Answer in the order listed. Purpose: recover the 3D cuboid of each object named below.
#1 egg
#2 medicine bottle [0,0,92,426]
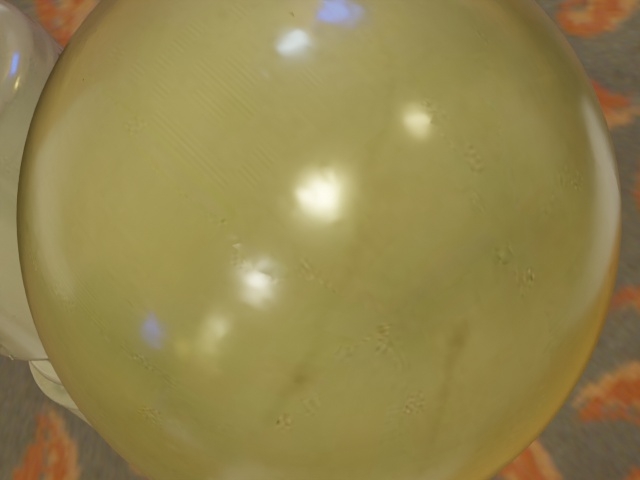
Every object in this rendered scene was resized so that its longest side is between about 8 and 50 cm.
[{"bbox_3d":[0.000,0.000,0.616,0.186,0.242,0.186,0,63,1],"label":"egg"},{"bbox_3d":[-0.099,-0.005,0.731,0.105,0.105,0.168,-44,130,2],"label":"medicine bottle"}]
